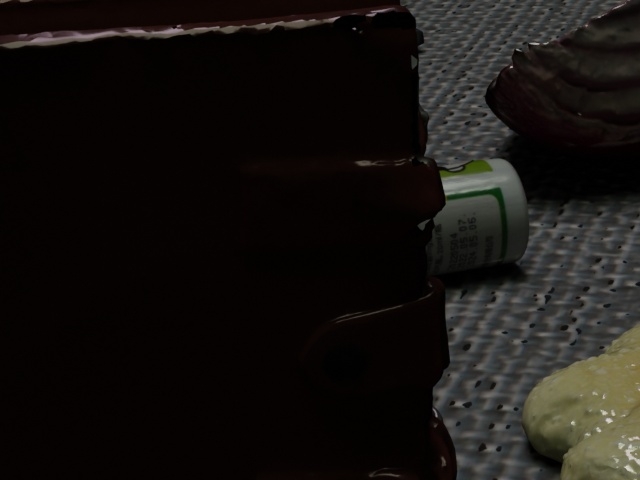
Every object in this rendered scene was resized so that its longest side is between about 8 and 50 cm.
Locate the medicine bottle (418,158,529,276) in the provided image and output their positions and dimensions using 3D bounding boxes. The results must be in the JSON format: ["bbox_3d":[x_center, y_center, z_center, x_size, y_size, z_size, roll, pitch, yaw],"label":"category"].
[{"bbox_3d":[0.000,0.000,1.014,0.221,0.061,0.092,-9,-2,-13],"label":"medicine bottle"}]

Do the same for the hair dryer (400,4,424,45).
[{"bbox_3d":[0.038,-0.214,1.545,0.196,0.078,0.248,-15,34,-26],"label":"hair dryer"}]

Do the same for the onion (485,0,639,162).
[{"bbox_3d":[0.240,-0.116,1.171,0.250,0.111,0.247,-34,-8,5],"label":"onion"}]

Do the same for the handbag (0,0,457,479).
[{"bbox_3d":[-0.090,0.036,0.660,0.276,0.260,0.084,-3,19,-1],"label":"handbag"}]

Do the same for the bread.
[{"bbox_3d":[0.217,0.068,0.820,0.251,0.039,0.182,-6,22,-3],"label":"bread"}]
